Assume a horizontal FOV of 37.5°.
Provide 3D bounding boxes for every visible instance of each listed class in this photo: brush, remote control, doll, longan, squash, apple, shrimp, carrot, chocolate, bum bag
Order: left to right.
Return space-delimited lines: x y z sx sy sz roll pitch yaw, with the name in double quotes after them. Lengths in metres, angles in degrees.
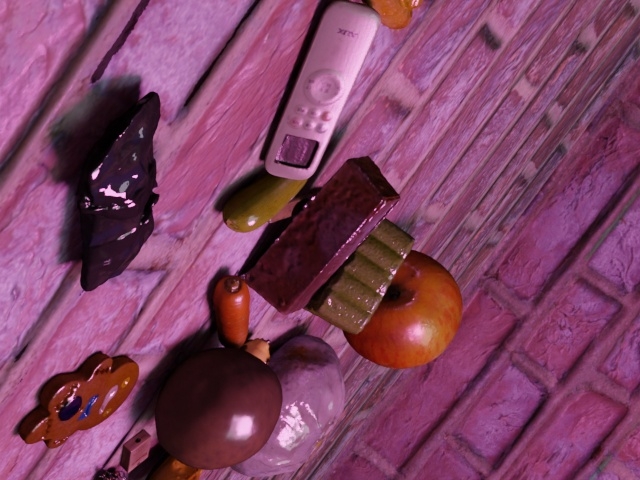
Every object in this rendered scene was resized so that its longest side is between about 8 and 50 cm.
-0.386 0.477 1.804 0.090 0.079 0.233 -10 148 -6 "shrimp"
-0.243 -0.044 1.147 0.137 0.074 0.310 -51 165 -37 "bum bag"
-0.202 0.310 1.899 0.291 0.086 0.117 -49 180 -12 "doll"
-0.184 0.308 1.733 0.248 0.248 0.248 -45 161 -20 "longan"
-0.157 0.129 1.689 0.067 0.067 0.225 -44 162 -23 "carrot"
-0.080 -0.074 1.495 0.201 0.066 0.066 -40 159 -40 "squash"
-0.043 -0.068 1.647 0.043 0.036 0.248 -53 169 19 "brush"
-0.003 -0.218 1.393 0.090 0.038 0.309 10 128 -22 "remote control"
0.000 0.000 1.663 0.321 0.112 0.112 -47 169 22 "chocolate"
0.187 0.152 2.250 0.301 0.301 0.301 -45 161 -20 "apple"

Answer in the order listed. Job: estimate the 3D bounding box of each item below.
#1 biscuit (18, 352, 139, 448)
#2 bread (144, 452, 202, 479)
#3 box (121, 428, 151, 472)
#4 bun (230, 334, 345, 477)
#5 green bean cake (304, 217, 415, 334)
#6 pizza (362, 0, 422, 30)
-0.365 0.248 1.475 0.180 0.039 0.236 -58 163 16 "biscuit"
-0.289 0.469 1.952 0.160 0.088 0.233 -51 179 32 "bread"
-0.355 0.405 1.814 0.053 0.024 0.083 -35 157 -39 "box"
-0.074 0.388 2.154 0.362 0.211 0.362 -53 166 -19 "bun"
0.056 0.059 1.826 0.222 0.125 0.248 -59 -168 -9 "green bean cake"
0.154 -0.441 1.333 0.287 0.075 0.280 -54 163 10 "pizza"
